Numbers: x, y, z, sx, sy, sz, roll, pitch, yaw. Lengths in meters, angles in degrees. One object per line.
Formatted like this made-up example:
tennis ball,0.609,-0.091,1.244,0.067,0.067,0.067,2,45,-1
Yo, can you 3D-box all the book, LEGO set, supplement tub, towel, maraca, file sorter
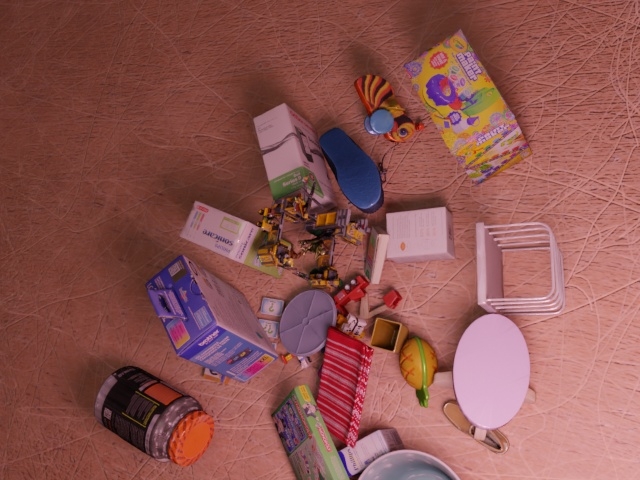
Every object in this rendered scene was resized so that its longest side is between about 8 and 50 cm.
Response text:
book,0.154,0.038,1.890,0.035,0.096,0.144,5,107,-12
LEGO set,0.074,0.283,1.891,0.087,0.093,0.227,-101,32,-56
LEGO set,-0.093,0.273,1.994,0.244,0.060,0.182,7,83,29
supplement tub,-0.499,0.531,2.040,0.338,0.207,0.207,20,86,29
towel,0.052,0.377,1.774,0.199,0.031,0.274,19,101,58
maraca,0.259,0.343,1.772,0.099,0.127,0.185,-6,80,-4
LEGO set,0.000,0.000,1.876,0.192,0.331,0.254,-7,58,40
file sorter,0.488,0.075,1.634,0.173,0.278,0.192,-5,75,23

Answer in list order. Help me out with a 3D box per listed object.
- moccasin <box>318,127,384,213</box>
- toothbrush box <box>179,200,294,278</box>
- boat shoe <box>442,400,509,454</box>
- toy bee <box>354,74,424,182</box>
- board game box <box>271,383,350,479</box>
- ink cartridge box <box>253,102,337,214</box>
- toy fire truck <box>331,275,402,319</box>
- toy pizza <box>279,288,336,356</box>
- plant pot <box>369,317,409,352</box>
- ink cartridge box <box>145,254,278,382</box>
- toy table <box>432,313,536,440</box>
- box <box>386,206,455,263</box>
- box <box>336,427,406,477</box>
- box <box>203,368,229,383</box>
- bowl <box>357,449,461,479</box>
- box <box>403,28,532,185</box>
moccasin,0.108,-0.198,1.956,0.138,0.117,0.342,-26,50,6
toothbrush box,-0.242,0.002,2.008,0.206,0.283,0.122,22,87,30
boat shoe,0.386,0.465,1.698,0.190,0.072,0.068,29,91,29
toy bee,0.209,-0.347,1.969,0.162,0.298,0.195,-18,30,-7
board game box,-0.026,0.573,1.818,0.317,0.046,0.213,64,145,24
ink cartridge box,-0.076,-0.235,2.028,0.122,0.211,0.289,-23,68,20
toy fire truck,0.121,0.176,1.919,0.192,0.047,0.135,-42,64,12
toy pizza,-0.033,0.237,1.937,0.201,0.032,0.201,-18,56,30
plant pot,0.196,0.263,1.835,0.081,0.083,0.081,10,80,38
ink cartridge box,-0.319,0.217,1.903,0.151,0.395,0.270,-38,54,4
toy table,0.406,0.336,1.638,0.252,0.161,0.274,19,64,15
box,0.275,-0.012,1.866,0.171,0.091,0.130,-5,75,25
box,0.134,0.554,1.769,0.137,0.126,0.072,-33,66,16
box,-0.308,0.368,2.091,0.081,0.028,0.136,9,83,28
bowl,0.245,0.673,1.662,0.312,0.163,0.311,-7,75,25
box,0.393,-0.344,1.788,0.177,0.279,0.289,-30,65,16
